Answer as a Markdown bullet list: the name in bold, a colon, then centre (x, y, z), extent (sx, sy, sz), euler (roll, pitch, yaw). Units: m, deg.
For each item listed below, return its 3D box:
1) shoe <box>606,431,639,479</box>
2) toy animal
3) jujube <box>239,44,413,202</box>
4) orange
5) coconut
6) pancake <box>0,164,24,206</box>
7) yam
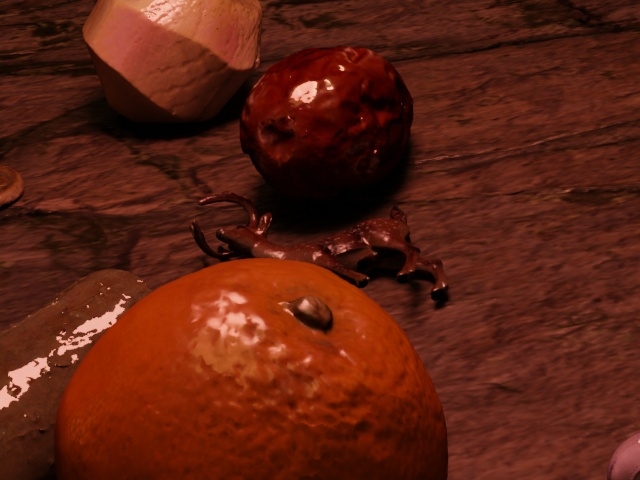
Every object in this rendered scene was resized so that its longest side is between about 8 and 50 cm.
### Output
- **shoe**: centre (0.346, 0.218, 1.061), extent (0.245, 0.095, 0.137), euler (9, 13, 15)
- **toy animal**: centre (-0.003, 0.018, 1.528), extent (0.243, 0.087, 0.260), euler (-5, 26, -24)
- **jujube**: centre (0.013, -0.150, 1.686), extent (0.197, 0.197, 0.290), euler (9, 20, 24)
- **orange**: centre (-0.052, 0.164, 1.068), extent (0.312, 0.312, 0.312), euler (-5, 31, 3)
- **coconut**: centre (-0.213, -0.277, 1.912), extent (0.259, 0.259, 0.259), euler (-5, 31, 3)
- **pancake**: centre (-0.463, -0.067, 1.791), extent (0.139, 0.022, 0.139), euler (-5, 30, 3)
- **yam**: centre (-0.258, 0.153, 1.259), extent (0.161, 0.161, 0.268), euler (15, 36, 32)
